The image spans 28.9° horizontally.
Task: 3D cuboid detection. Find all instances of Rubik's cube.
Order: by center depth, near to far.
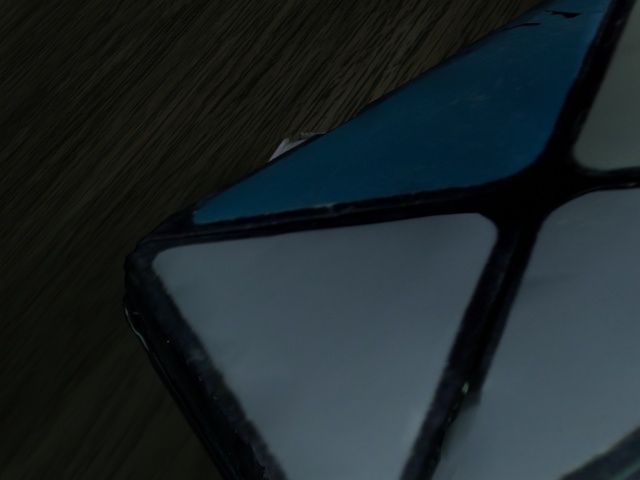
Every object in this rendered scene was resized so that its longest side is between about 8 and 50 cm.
[{"bbox_3d":[0.131,0.097,0.500,0.310,0.305,0.307,-33,32,-6],"label":"Rubik's cube"}]

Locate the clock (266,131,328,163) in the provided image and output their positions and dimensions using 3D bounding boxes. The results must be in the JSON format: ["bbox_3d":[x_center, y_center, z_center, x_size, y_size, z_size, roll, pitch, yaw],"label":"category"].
[{"bbox_3d":[0.000,0.000,0.946,0.147,0.071,0.192,0,42,36],"label":"clock"}]
